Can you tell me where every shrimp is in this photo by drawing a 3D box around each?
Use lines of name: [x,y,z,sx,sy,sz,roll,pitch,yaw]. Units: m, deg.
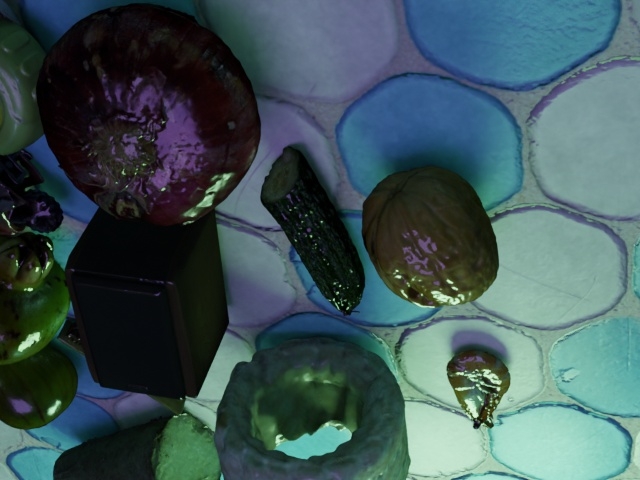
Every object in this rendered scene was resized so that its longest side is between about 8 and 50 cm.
shrimp: [0.234,0.225,1.374,0.091,0.043,0.184,-1,134,13]

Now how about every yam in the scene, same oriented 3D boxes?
yam: [-0.331,0.413,1.660,0.304,0.168,0.168,-24,124,33]

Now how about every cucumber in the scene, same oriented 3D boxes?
cucumber: [0.001,0.000,1.194,0.077,0.077,0.265,-11,133,26]

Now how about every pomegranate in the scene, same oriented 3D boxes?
pomegranate: [-0.455,0.094,1.364,0.240,0.159,0.190,-17,129,25]

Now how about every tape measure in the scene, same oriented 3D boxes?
tape measure: [-0.388,-0.186,1.090,0.175,0.106,0.200,47,129,-11]

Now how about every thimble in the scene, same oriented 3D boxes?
thimble: [-0.017,0.287,1.345,0.291,0.291,0.195,4,129,13]

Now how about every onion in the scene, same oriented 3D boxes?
onion: [-0.184,-0.138,1.018,0.246,0.190,0.246,3,117,6]

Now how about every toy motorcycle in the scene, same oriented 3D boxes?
toy motorcycle: [-0.438,-0.081,1.231,0.118,0.084,0.212,-21,118,35]

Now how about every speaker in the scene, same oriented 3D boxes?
speaker: [-0.223,0.071,1.249,0.153,0.193,0.231,8,133,11]

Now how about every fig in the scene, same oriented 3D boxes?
fig: [-0.504,0.186,1.529,0.151,0.151,0.259,-27,95,37]

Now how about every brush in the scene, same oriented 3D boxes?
brush: [-0.314,0.207,1.520,0.248,0.043,0.036,39,134,-23]

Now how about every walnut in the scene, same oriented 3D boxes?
walnut: [0.133,0.001,1.096,0.155,0.155,0.184,-15,129,29]
